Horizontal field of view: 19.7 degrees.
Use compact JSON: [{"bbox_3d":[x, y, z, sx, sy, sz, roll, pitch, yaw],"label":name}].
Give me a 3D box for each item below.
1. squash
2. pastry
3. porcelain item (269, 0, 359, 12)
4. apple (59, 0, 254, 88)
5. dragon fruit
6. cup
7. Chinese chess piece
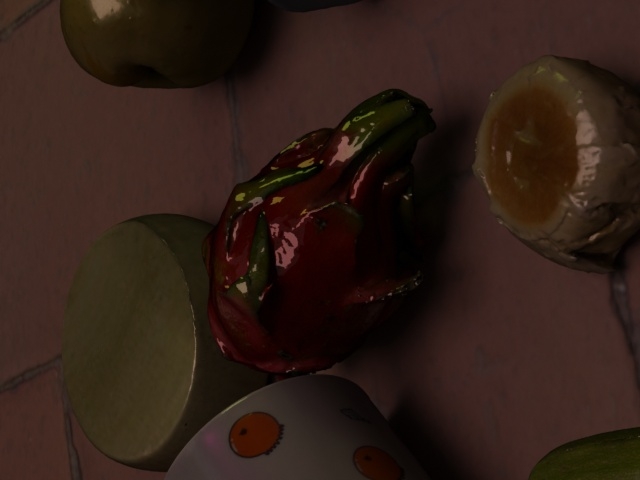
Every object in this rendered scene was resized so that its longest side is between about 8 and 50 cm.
[{"bbox_3d":[0.223,0.150,1.172,0.239,0.069,0.069,-16,75,46],"label":"squash"},{"bbox_3d":[0.186,-0.059,1.390,0.166,0.088,0.166,-6,83,54],"label":"pastry"},{"bbox_3d":[-0.043,-0.414,1.617,0.242,0.178,0.405,-46,57,40],"label":"porcelain item"},{"bbox_3d":[-0.152,-0.230,1.743,0.200,0.200,0.200,-4,85,51],"label":"apple"},{"bbox_3d":[0.012,0.003,1.550,0.269,0.200,0.198,-44,59,1],"label":"dragon fruit"},{"bbox_3d":[0.032,0.286,1.462,0.317,0.212,0.212,50,125,39],"label":"cup"},{"bbox_3d":[-0.150,0.099,1.784,0.250,0.101,0.250,-4,85,51],"label":"Chinese chess piece"}]
